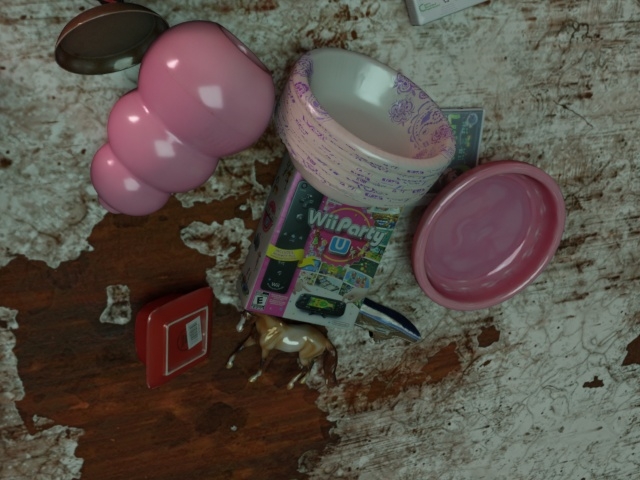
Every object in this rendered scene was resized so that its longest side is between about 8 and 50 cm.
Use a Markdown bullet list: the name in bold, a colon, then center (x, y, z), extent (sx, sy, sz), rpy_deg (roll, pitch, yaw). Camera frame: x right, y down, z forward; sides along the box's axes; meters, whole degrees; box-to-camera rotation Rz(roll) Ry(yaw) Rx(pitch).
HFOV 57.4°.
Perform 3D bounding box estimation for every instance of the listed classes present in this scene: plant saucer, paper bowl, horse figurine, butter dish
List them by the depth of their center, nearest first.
- **plant saucer**: center (-0.304, -0.295, 0.848), extent (0.169, 0.168, 0.029), rpy_deg (-23, 86, -6)
- **paper bowl**: center (0.061, -0.166, 0.939), extent (0.285, 0.284, 0.148), rpy_deg (15, 134, -22)
- **butter dish**: center (-0.284, 0.161, 1.068), extent (0.160, 0.118, 0.160), rpy_deg (-23, 125, -53)
- **plant saucer**: center (0.327, -0.014, 1.175), extent (0.333, 0.084, 0.331), rpy_deg (-9, 123, -15)
- **horse figurine**: center (-0.067, 0.220, 1.183), extent (0.264, 0.066, 0.174), rpy_deg (19, 112, -21)

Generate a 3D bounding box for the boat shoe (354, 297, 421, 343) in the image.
- **boat shoe**: center (0.126, 0.176, 1.227), extent (0.183, 0.066, 0.066), rpy_deg (30, 106, -16)

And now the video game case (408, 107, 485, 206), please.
- **video game case**: center (0.227, -0.160, 1.131), extent (0.173, 0.022, 0.190), rpy_deg (-5, 114, -15)

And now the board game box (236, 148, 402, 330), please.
- **board game box**: center (0.000, 0.000, 1.091), extent (0.224, 0.097, 0.303), rpy_deg (14, 107, -22)

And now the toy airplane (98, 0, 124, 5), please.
- **toy airplane**: center (-0.336, -0.362, 0.824), extent (0.151, 0.151, 0.028), rpy_deg (25, 89, -25)

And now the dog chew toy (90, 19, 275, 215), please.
- **dog chew toy**: center (-0.226, -0.169, 0.897), extent (0.207, 0.206, 0.332), rpy_deg (38, 105, -27)

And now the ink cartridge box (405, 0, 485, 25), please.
- **ink cartridge box**: center (0.228, -0.503, 0.969), extent (0.224, 0.045, 0.223), rpy_deg (-22, 115, -7)
